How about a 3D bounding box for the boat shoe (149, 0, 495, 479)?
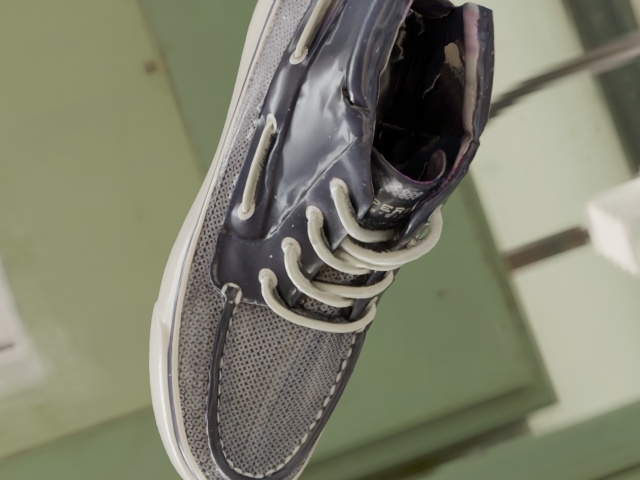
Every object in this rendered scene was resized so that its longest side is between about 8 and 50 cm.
[{"bbox_3d":[0.000,0.000,1.121,0.158,0.127,0.340,19,100,64],"label":"boat shoe"}]
